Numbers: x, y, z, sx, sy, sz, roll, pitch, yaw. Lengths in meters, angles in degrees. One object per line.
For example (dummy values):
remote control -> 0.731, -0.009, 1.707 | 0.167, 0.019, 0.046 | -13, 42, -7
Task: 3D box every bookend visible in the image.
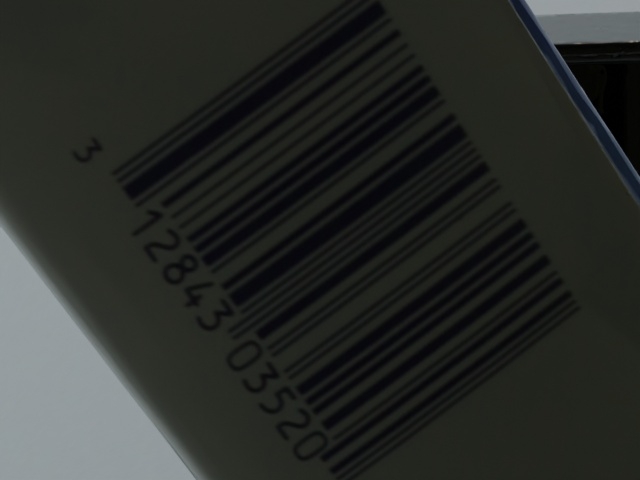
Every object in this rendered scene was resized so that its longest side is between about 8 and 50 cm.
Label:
bookend -> 0.157, -0.030, 0.975 | 0.156, 0.072, 0.157 | -1, -72, 5

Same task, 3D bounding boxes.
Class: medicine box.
medicine box -> -0.025, -0.034, 0.641 | 0.149, 0.289, 0.263 | -37, -71, -2
